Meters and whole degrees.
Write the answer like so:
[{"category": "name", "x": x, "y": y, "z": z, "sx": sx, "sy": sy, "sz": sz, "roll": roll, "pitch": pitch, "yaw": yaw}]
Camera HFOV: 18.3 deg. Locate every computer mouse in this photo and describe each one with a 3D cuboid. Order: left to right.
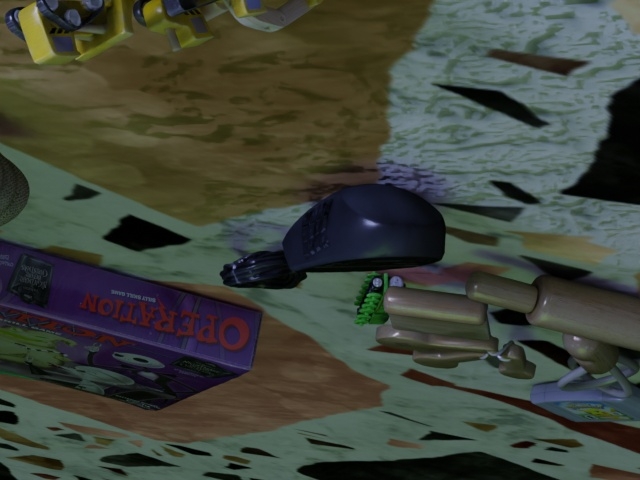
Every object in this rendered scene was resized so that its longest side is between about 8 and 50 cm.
[{"category": "computer mouse", "x": 0.000, "y": 0.000, "z": 1.082, "sx": 0.071, "sy": 0.041, "sz": 0.242, "roll": -1, "pitch": 174, "yaw": -24}]

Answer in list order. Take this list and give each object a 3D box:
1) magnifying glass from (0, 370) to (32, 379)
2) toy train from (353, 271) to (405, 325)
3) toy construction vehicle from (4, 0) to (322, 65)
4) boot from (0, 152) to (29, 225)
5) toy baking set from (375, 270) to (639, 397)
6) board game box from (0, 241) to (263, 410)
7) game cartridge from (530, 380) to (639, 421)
[{"category": "magnifying glass", "x": -0.274, "y": 0.085, "z": 1.545, "sx": 0.231, "sy": 0.026, "sz": 0.092, "roll": 2, "pitch": 162, "yaw": 21}, {"category": "toy train", "x": 0.035, "y": 0.036, "z": 1.199, "sx": 0.023, "sy": 0.017, "sz": 0.083, "roll": 2, "pitch": 164, "yaw": -6}, {"category": "toy construction vehicle", "x": -0.057, "y": -0.087, "z": 0.765, "sx": 0.086, "sy": 0.035, "sz": 0.098, "roll": -21, "pitch": 173, "yaw": 37}, {"category": "boot", "x": -0.271, "y": -0.050, "z": 1.007, "sx": 0.213, "sy": 0.077, "sz": 0.165, "roll": 4, "pitch": 165, "yaw": 20}, {"category": "toy baking set", "x": 0.151, "y": 0.061, "z": 1.195, "sx": 0.256, "sy": 0.030, "sz": 0.197, "roll": 13, "pitch": 166, "yaw": -12}, {"category": "board game box", "x": -0.235, "y": 0.042, "z": 1.338, "sx": 0.346, "sy": 0.056, "sz": 0.208, "roll": 16, "pitch": 158, "yaw": -18}, {"category": "game cartridge", "x": 0.187, "y": 0.110, "z": 1.354, "sx": 0.083, "sy": 0.017, "sz": 0.056, "roll": -6, "pitch": 153, "yaw": 44}]
